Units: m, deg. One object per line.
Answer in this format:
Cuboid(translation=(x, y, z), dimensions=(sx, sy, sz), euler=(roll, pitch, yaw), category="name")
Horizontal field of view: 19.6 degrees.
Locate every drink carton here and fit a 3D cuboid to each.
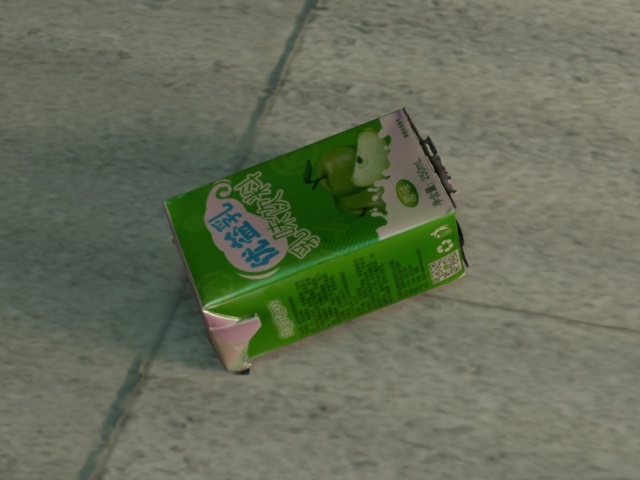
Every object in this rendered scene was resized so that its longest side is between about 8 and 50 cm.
Cuboid(translation=(0.000, 0.000, 1.795), dimensions=(0.271, 0.108, 0.161), euler=(-21, 49, -2), category="drink carton")
